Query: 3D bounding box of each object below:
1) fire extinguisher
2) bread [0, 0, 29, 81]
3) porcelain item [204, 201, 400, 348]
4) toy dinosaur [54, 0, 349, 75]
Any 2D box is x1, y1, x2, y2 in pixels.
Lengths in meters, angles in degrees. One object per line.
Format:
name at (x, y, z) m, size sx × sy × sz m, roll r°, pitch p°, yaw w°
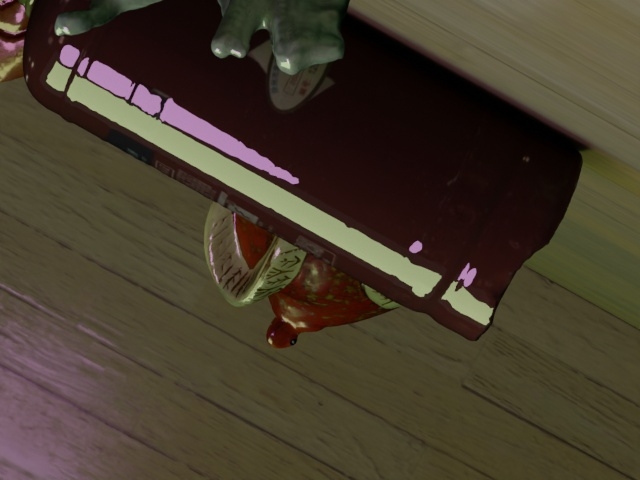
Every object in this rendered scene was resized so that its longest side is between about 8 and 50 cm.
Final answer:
fire extinguisher at (-0.042, -0.073, 0.912) m, size 0.337 × 0.114 × 0.135 m, roll 29°, pitch -158°, yaw -1°
bread at (-0.189, -0.160, 1.089) m, size 0.156 × 0.125 × 0.086 m, roll 25°, pitch -163°, yaw 12°
porcelain item at (0.000, 0.000, 1.745) m, size 0.253 × 0.253 × 0.253 m, roll 29°, pitch -179°, yaw 0°
toy dinosaur at (-0.119, -0.137, 0.738) m, size 0.129 × 0.076 × 0.383 m, roll 1°, pitch -157°, yaw -31°
